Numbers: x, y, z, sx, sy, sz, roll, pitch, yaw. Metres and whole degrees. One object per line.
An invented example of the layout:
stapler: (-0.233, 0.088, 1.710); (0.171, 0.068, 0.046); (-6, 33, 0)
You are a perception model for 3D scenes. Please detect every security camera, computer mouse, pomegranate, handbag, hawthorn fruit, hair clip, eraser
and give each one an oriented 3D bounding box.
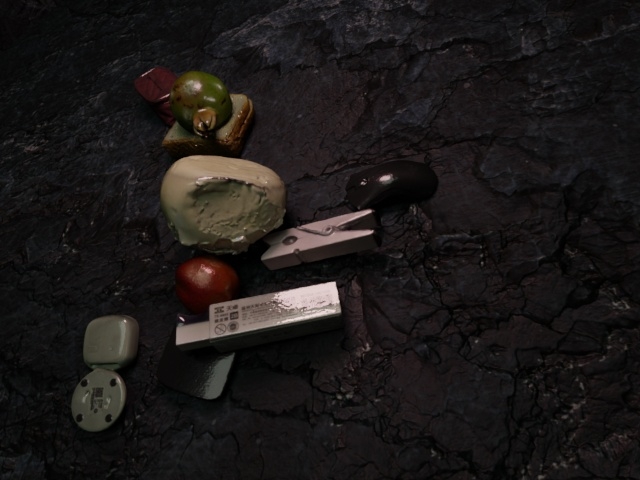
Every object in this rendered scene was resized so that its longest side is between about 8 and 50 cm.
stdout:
security camera: (-0.566, 0.349, 1.305); (0.157, 0.080, 0.301); (-6, 68, 13)
computer mouse: (0.185, -0.165, 1.360); (0.264, 0.088, 0.147); (-20, 53, 10)
pomegranate: (-0.399, -0.432, 1.556); (0.190, 0.159, 0.240); (2, 62, 22)
handbag: (-0.576, -0.538, 1.809); (0.146, 0.135, 0.225); (-38, 54, -11)
hawthorn fruit: (-0.289, 0.124, 1.298); (0.188, 0.169, 0.169); (28, 72, 24)
hair clip: (0.001, 0.002, 1.317); (0.331, 0.085, 0.101); (-15, 54, 17)
eraser: (-0.146, 0.199, 1.211); (0.404, 0.096, 0.098); (-12, 56, 4)

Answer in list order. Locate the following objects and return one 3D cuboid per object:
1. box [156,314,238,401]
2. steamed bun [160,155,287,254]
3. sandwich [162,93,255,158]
box: (-0.312, 0.301, 1.265); (0.213, 0.042, 0.201); (8, 63, 21)
steamed bun: (-0.268, -0.099, 1.362); (0.334, 0.232, 0.312); (10, 19, -9)
sandwich: (-0.367, -0.393, 1.675); (0.274, 0.095, 0.248); (4, 58, 22)
